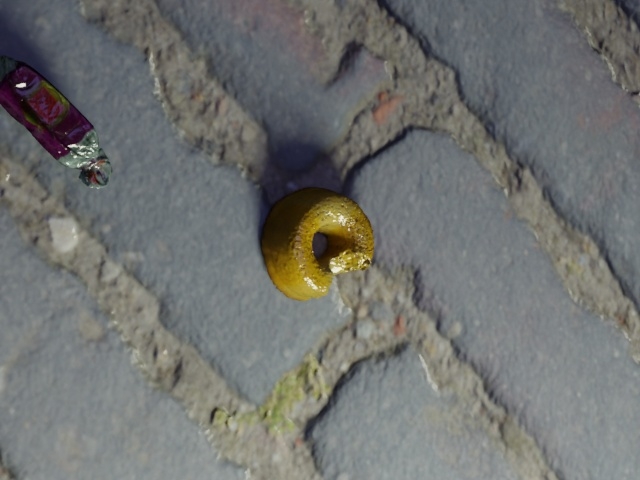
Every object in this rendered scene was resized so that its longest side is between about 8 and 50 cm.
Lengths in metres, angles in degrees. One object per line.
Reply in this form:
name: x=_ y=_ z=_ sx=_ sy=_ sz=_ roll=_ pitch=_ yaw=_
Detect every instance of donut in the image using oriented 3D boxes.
donut: x=0.000 y=0.000 z=1.710 sx=0.108 sy=0.043 sz=0.097 roll=-38 pitch=107 yaw=-30

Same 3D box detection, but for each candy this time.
candy: x=-0.231 y=-0.110 z=1.579 sx=0.045 sy=0.043 sz=0.175 roll=-48 pitch=111 yaw=-12
